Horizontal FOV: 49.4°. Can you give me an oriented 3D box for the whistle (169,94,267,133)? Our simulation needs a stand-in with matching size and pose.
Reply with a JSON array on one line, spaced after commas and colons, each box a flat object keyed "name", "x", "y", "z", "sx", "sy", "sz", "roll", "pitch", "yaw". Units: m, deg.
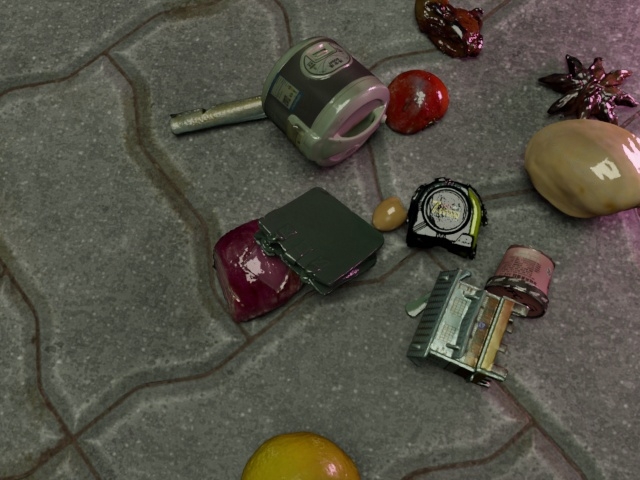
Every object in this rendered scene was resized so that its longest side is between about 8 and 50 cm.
[{"name": "whistle", "x": -0.261, "y": -0.353, "z": 1.944, "sx": 0.326, "sy": 0.057, "sz": 0.068, "roll": -10, "pitch": 83, "yaw": 2}]

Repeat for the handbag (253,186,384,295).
[{"name": "handbag", "x": 0.000, "y": 0.001, "z": 1.721, "sx": 0.247, "sy": 0.079, "sz": 0.260, "roll": 40, "pitch": 45, "yaw": 18}]

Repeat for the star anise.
[{"name": "star anise", "x": 0.715, "y": -0.407, "z": 1.838, "sx": 0.272, "sy": 0.102, "sz": 0.272, "roll": -1, "pitch": 68, "yaw": 4}]

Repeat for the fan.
[{"name": "fan", "x": 0.297, "y": 0.129, "z": 1.742, "sx": 0.193, "sy": 0.016, "sz": 0.038, "roll": -33, "pitch": 69, "yaw": -5}]

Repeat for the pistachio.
[{"name": "pistachio", "x": 0.661, "y": -0.171, "z": 1.707, "sx": 0.321, "sy": 0.229, "sz": 0.238, "roll": 26, "pitch": 102, "yaw": 25}]

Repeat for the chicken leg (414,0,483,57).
[{"name": "chicken leg", "x": 0.360, "y": -0.651, "z": 1.977, "sx": 0.177, "sy": 0.083, "sz": 0.322, "roll": -34, "pitch": 73, "yaw": -15}]

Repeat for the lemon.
[{"name": "lemon", "x": -0.043, "y": 0.547, "z": 1.498, "sx": 0.293, "sy": 0.293, "sz": 0.293, "roll": -2, "pitch": 71, "yaw": 5}]

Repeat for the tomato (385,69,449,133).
[{"name": "tomato", "x": 0.253, "y": -0.389, "z": 1.880, "sx": 0.189, "sy": 0.099, "sz": 0.173, "roll": -29, "pitch": 73, "yaw": -3}]

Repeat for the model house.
[{"name": "model house", "x": 0.339, "y": 0.208, "z": 1.614, "sx": 0.215, "sy": 0.198, "sz": 0.224, "roll": 23, "pitch": 75, "yaw": 7}]

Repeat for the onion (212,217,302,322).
[{"name": "onion", "x": -0.163, "y": 0.050, "z": 1.750, "sx": 0.247, "sy": 0.111, "sz": 0.250, "roll": -27, "pitch": 65, "yaw": 6}]

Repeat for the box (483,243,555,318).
[{"name": "box", "x": 0.484, "y": 0.093, "z": 1.671, "sx": 0.151, "sy": 0.151, "sz": 0.135, "roll": 22, "pitch": 66, "yaw": 13}]

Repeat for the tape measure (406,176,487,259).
[{"name": "tape measure", "x": 0.319, "y": -0.058, "z": 1.757, "sx": 0.199, "sy": 0.112, "sz": 0.186, "roll": 14, "pitch": 80, "yaw": 5}]

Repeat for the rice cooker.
[{"name": "rice cooker", "x": 0.015, "y": -0.352, "z": 1.799, "sx": 0.288, "sy": 0.288, "sz": 0.277, "roll": -41, "pitch": 72, "yaw": -8}]

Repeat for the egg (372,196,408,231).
[{"name": "egg", "x": 0.176, "y": -0.065, "z": 1.788, "sx": 0.096, "sy": 0.080, "sz": 0.080, "roll": -30, "pitch": 71, "yaw": 4}]
